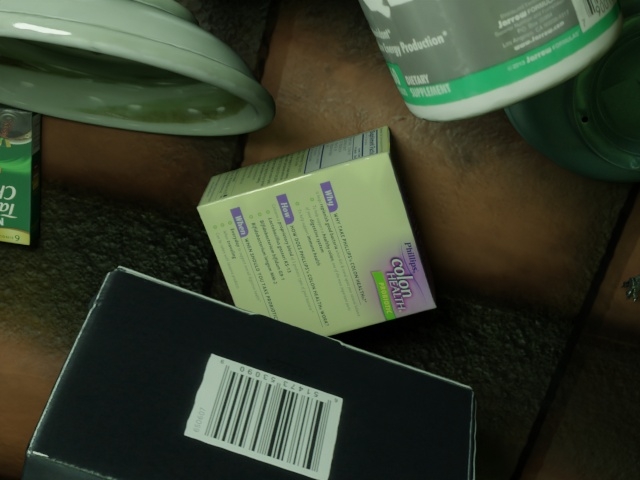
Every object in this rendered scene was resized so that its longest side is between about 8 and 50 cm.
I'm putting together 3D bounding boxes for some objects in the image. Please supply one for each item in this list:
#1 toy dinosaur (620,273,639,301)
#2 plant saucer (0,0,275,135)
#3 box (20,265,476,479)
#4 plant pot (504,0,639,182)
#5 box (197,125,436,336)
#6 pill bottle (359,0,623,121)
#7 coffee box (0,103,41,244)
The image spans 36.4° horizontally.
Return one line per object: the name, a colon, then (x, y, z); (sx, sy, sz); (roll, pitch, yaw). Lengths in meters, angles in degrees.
toy dinosaur: (0.461, 0.033, 1.245); (0.118, 0.064, 0.268); (0, 113, -13)
plant saucer: (-0.240, -0.204, 1.039); (0.400, 0.400, 0.101); (9, 85, -1)
box: (-0.118, 0.354, 1.220); (0.479, 0.297, 0.472); (19, 132, -5)
plant pot: (0.350, -0.187, 1.086); (0.293, 0.196, 0.293); (1, 113, 3)
box: (0.000, 0.000, 1.224); (0.242, 0.117, 0.214); (-16, 111, 10)
pill bottle: (0.097, -0.300, 0.803); (0.204, 0.204, 0.361); (-23, 110, 12)
coffee box: (-0.419, -0.089, 1.249); (0.113, 0.040, 0.184); (9, 112, -1)
